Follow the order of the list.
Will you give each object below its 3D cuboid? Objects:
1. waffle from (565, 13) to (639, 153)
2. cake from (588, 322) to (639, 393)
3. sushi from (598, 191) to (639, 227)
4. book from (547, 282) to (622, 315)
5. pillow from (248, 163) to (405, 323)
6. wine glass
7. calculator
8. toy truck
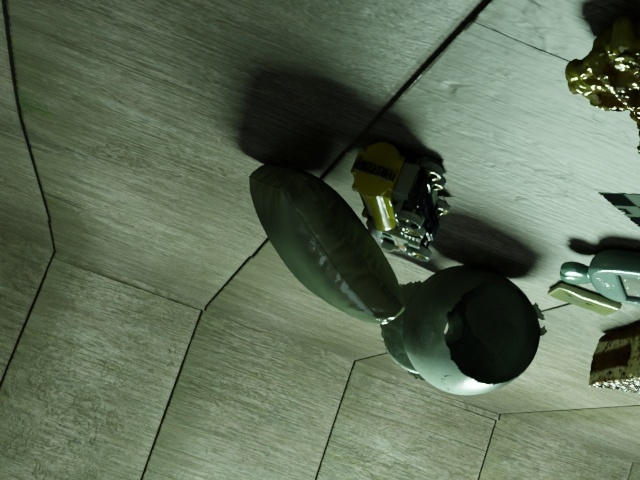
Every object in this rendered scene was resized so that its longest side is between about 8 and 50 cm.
[{"bbox_3d":[0.353,-0.127,1.025,0.291,0.051,0.291,17,170,3],"label":"waffle"},{"bbox_3d":[0.545,0.206,1.999,0.135,0.112,0.246,30,166,-31],"label":"cake"},{"bbox_3d":[0.497,-0.037,1.131,0.359,0.064,0.343,3,172,29],"label":"sushi"},{"bbox_3d":[0.447,0.101,1.908,0.111,0.014,0.077,19,167,0],"label":"book"},{"bbox_3d":[0.000,0.000,1.670,0.255,0.120,0.322,54,174,-14],"label":"pillow"},{"bbox_3d":[0.246,0.157,1.973,0.238,0.238,0.323,22,175,-14],"label":"wine glass"},{"bbox_3d":[0.494,0.063,1.635,0.295,0.042,0.184,10,165,24],"label":"calculator"},{"bbox_3d":[0.110,-0.057,1.566,0.114,0.098,0.227,19,165,16],"label":"toy truck"}]
